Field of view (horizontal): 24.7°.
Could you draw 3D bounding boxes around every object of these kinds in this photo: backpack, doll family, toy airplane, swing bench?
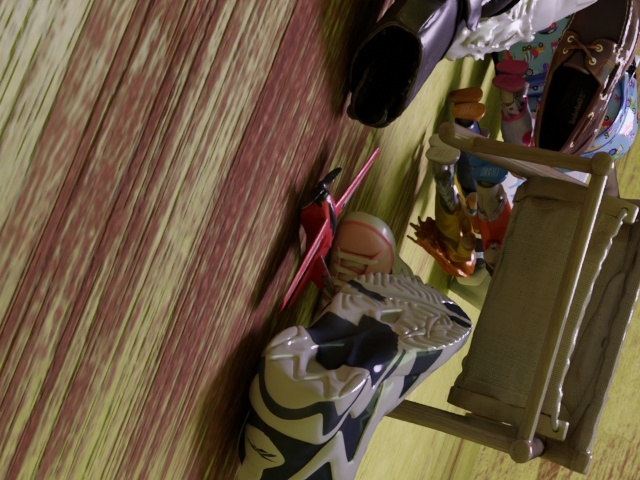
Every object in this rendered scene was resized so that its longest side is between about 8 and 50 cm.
[{"bbox_3d":[0.271,-0.167,1.613,0.117,0.158,0.173,28,58,-69],"label":"backpack"},{"bbox_3d":[0.154,-0.059,1.486,0.263,0.118,0.163,-69,154,-48],"label":"doll family"},{"bbox_3d":[0.000,0.000,1.052,0.151,0.028,0.151,-58,163,-30],"label":"toy airplane"},{"bbox_3d":[0.185,0.059,1.264,0.255,0.165,0.253,21,85,-58],"label":"swing bench"}]

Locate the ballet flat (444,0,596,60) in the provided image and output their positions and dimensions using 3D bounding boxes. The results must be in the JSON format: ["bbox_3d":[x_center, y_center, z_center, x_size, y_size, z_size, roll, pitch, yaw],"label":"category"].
[{"bbox_3d":[0.224,-0.287,1.388,0.409,0.147,0.147,-56,160,-49],"label":"ballet flat"}]

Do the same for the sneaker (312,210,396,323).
[{"bbox_3d":[0.026,0.039,1.165,0.134,0.051,0.070,98,10,-54],"label":"sneaker"}]

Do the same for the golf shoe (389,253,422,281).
[{"bbox_3d":[0.031,0.083,1.273,0.086,0.069,0.176,58,45,-48],"label":"golf shoe"}]

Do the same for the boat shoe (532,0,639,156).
[{"bbox_3d":[0.268,-0.174,1.466,0.073,0.073,0.207,-16,124,-57],"label":"boat shoe"}]

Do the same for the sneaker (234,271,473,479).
[{"bbox_3d":[0.015,0.121,1.091,0.235,0.094,0.153,-33,154,-56],"label":"sneaker"}]

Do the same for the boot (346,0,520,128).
[{"bbox_3d":[0.087,-0.176,1.089,0.229,0.091,0.263,-55,173,-19],"label":"boot"}]

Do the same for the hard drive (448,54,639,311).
[{"bbox_3d":[0.274,-0.076,1.829,0.233,0.047,0.353,-138,-109,-79],"label":"hard drive"}]

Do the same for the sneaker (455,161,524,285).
[{"bbox_3d":[0.190,-0.028,1.693,0.237,0.085,0.086,89,4,-58],"label":"sneaker"}]
